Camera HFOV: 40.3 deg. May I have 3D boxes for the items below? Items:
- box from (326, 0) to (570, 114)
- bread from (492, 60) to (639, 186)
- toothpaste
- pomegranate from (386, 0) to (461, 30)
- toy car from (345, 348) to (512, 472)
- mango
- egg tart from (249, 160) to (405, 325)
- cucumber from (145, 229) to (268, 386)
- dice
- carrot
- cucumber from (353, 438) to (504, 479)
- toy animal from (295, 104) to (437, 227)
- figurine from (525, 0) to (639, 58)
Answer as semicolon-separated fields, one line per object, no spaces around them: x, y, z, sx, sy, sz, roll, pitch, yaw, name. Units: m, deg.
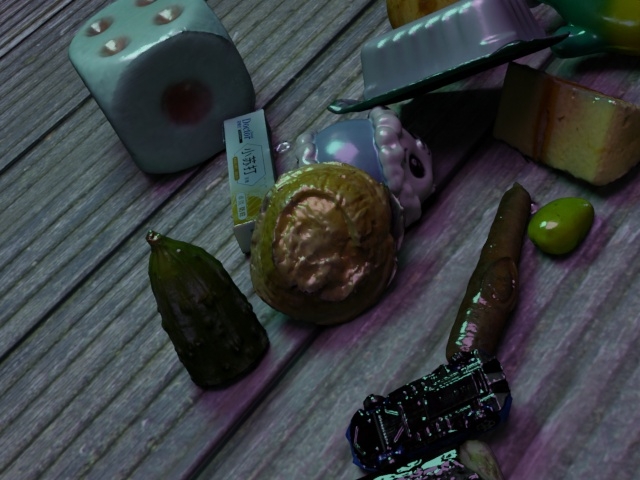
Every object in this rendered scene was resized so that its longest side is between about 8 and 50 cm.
0.198;-0.305;1.382;0.337;0.106;0.264;-17;5;35;box
0.380;-0.189;1.313;0.178;0.142;0.266;-47;35;-4;bread
-0.115;-0.109;1.511;0.089;0.071;0.313;-17;41;5;toothpaste
0.222;-0.422;1.552;0.215;0.215;0.215;-14;42;13;pomegranate
0.131;0.214;1.052;0.216;0.063;0.103;-31;46;16;toy car
0.334;-0.024;1.204;0.108;0.056;0.073;-30;44;-23;mango
0.000;0.000;1.238;0.252;0.098;0.232;-42;81;1;egg tart
-0.176;0.081;1.216;0.134;0.244;0.134;-17;36;13;cucumber
-0.299;-0.308;1.656;0.268;0.264;0.262;-34;41;-8;dice
0.241;0.035;1.183;0.070;0.070;0.342;2;47;29;carrot
0.086;0.292;0.991;0.241;0.074;0.074;-21;41;8;cucumber
0.069;-0.118;1.360;0.204;0.156;0.208;-19;45;14;toy animal
0.498;-0.426;1.399;0.340;0.231;0.323;33;97;40;figurine
